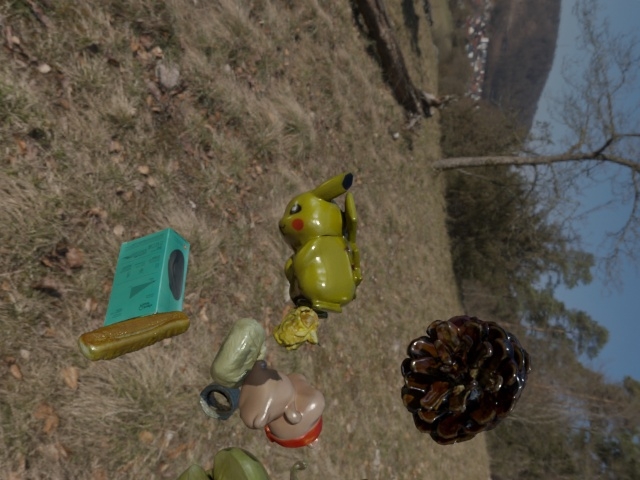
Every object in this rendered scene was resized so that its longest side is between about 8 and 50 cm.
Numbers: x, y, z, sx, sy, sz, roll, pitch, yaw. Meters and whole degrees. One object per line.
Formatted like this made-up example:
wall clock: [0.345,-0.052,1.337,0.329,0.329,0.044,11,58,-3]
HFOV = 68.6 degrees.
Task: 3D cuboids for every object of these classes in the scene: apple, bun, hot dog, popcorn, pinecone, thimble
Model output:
apple: [-0.265,0.718,1.268,0.254,0.291,0.292,57,0,26]
bun: [-0.201,0.291,1.199,0.188,0.111,0.164,-62,168,-6]
hot dog: [-0.427,0.222,1.104,0.285,0.087,0.061,-5,122,-54]
popcorn: [-0.030,0.151,0.786,0.084,0.084,0.084,7,90,-72]
pinecone: [0.302,0.290,1.017,0.298,0.242,0.296,-41,152,-1]
thimble: [-0.297,0.474,1.407,0.102,0.115,0.090,-45,172,4]

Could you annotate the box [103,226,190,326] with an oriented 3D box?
box: [-0.533,0.134,1.463,0.118,0.205,0.312,48,30,-49]

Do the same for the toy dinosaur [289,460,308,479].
toy dinosaur: [-0.073,0.601,1.086,0.200,0.251,0.072,-25,112,-68]

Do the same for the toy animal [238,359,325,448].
toy animal: [-0.080,0.369,1.039,0.197,0.171,0.171,40,53,-33]

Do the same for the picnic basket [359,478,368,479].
picnic basket: [0.172,0.905,1.446,0.254,0.291,0.321,-46,156,-28]

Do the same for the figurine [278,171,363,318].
figurine: [0.001,0.007,1.051,0.218,0.169,0.327,-33,-114,61]

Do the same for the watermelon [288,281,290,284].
watermelon: [-0.046,0.120,1.577,0.109,0.108,0.109,7,90,-72]
